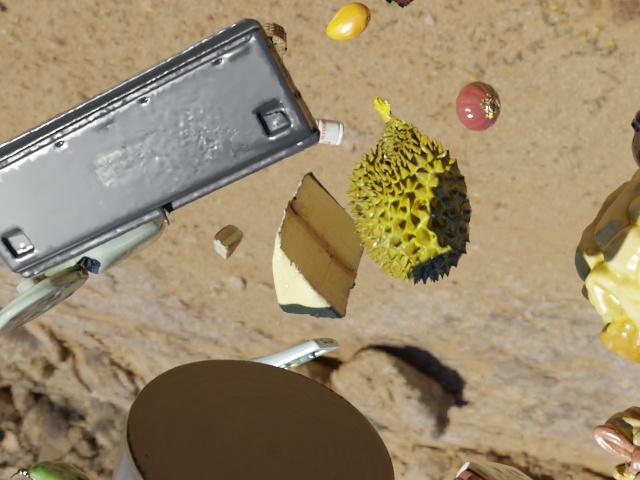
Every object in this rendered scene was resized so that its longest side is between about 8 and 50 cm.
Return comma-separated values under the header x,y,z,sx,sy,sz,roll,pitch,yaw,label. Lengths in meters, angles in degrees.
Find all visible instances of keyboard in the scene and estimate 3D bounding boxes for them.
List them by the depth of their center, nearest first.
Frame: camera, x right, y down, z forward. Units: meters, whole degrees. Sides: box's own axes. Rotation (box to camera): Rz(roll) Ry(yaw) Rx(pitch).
x,y,z,sx,sy,sz,roll,pitch,yaw,label
-0.118,-0.050,0.527,0.230,0.025,0.093,-23,114,14,keyboard

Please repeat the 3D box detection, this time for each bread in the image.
x,y,z,sx,sy,sz,roll,pitch,yaw,label
0.000,0.000,1.571,0.135,0.240,0.178,7,136,14,bread
-0.185,-0.003,1.704,0.043,0.062,0.109,38,169,4,bread

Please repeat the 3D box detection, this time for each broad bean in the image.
x,y,z,sx,sy,sz,roll,pitch,yaw,label
-0.367,0.365,1.227,0.227,0.069,0.039,12,140,42,broad bean

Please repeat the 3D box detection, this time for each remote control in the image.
x,y,z,sx,sy,sz,roll,pitch,yaw,label
-0.107,0.254,1.725,0.293,0.051,0.103,-23,166,22,remote control

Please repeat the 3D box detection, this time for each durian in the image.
x,y,z,sx,sy,sz,roll,pitch,yaw,label
0.085,-0.052,0.884,0.102,0.208,0.146,-13,-179,-39,durian

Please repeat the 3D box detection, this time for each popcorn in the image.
x,y,z,sx,sy,sz,roll,pitch,yaw,label
0.426,0.006,0.852,0.265,0.225,0.332,31,108,-29,popcorn

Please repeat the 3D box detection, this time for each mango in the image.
x,y,z,sx,sy,sz,roll,pitch,yaw,label
0.049,-0.394,1.532,0.089,0.060,0.046,-23,163,26,mango

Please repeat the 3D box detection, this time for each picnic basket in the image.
x,y,z,sx,sy,sz,roll,pitch,yaw,label
-0.095,-0.360,1.590,0.072,0.083,0.072,-3,150,-1,picnic basket

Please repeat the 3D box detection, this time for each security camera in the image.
x,y,z,sx,sy,sz,roll,pitch,yaw,label
-0.367,0.031,1.265,0.080,0.301,0.157,53,158,0,security camera

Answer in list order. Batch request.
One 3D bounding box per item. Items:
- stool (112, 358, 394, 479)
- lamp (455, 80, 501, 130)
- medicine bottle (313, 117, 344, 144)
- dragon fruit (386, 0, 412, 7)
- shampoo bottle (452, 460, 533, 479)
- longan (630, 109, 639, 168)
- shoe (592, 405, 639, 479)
x,y,z,sx,sy,sz,roll,pitch,yaw,label
-0.073,0.241,0.596,0.179,0.179,0.264,13,116,-12,stool
0.317,-0.269,1.700,0.101,0.101,0.090,22,168,-33,lamp
0.004,-0.252,1.947,0.089,0.057,0.057,6,162,-15,medicine bottle
0.142,-0.530,1.652,0.133,0.150,0.208,-16,-157,-29,dragon fruit
0.275,0.401,1.316,0.153,0.071,0.284,36,-173,40,shampoo bottle
0.453,-0.127,1.103,0.119,0.106,0.106,38,156,-3,longan
0.342,0.234,0.907,0.069,0.109,0.072,-12,157,-22,shoe
